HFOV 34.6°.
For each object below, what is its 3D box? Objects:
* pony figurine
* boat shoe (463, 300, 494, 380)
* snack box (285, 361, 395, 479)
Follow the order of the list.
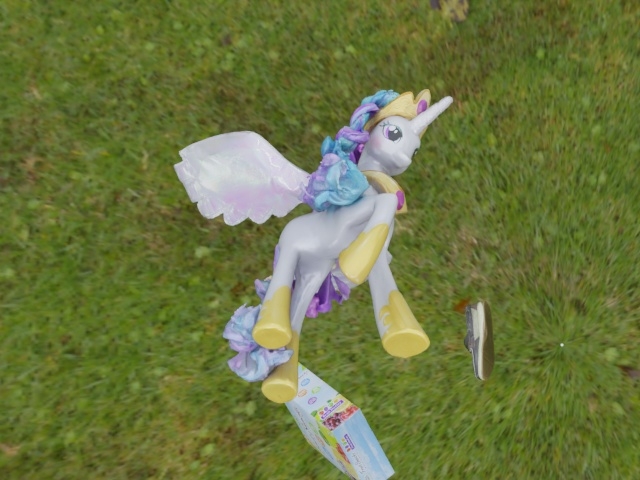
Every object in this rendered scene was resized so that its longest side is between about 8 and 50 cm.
[{"bbox_3d":[0.000,0.000,1.205,0.351,0.303,0.363,-26,36,36],"label":"pony figurine"},{"bbox_3d":[0.292,0.188,1.909,0.049,0.056,0.152,-12,58,31],"label":"boat shoe"},{"bbox_3d":[0.021,0.330,1.817,0.070,0.174,0.207,-37,33,-15],"label":"snack box"}]
